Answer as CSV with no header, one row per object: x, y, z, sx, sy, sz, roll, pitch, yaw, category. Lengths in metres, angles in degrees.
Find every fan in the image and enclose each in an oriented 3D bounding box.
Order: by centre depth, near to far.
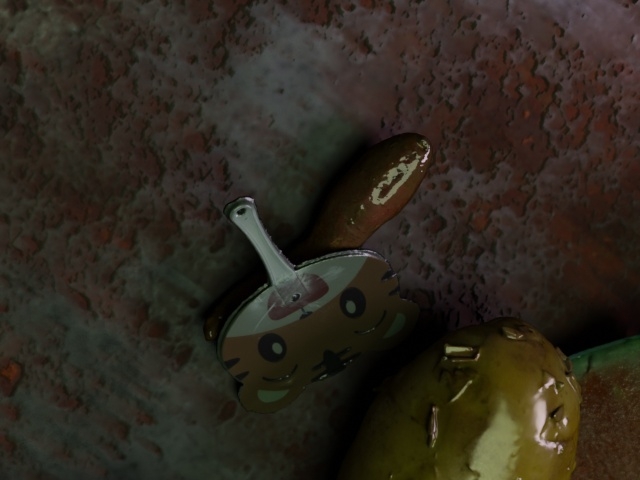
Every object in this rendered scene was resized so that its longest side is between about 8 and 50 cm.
-0.018,0.038,1.307,0.152,0.008,0.227,-29,139,-1,fan

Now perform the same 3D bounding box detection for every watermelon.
0.210,0.164,1.453,0.146,0.128,0.231,12,98,7,watermelon

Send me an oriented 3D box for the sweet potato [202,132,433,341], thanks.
0.000,0.000,1.319,0.214,0.050,0.050,-44,121,9,sweet potato

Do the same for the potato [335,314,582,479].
0.096,0.196,1.378,0.173,0.140,0.300,16,104,1,potato
